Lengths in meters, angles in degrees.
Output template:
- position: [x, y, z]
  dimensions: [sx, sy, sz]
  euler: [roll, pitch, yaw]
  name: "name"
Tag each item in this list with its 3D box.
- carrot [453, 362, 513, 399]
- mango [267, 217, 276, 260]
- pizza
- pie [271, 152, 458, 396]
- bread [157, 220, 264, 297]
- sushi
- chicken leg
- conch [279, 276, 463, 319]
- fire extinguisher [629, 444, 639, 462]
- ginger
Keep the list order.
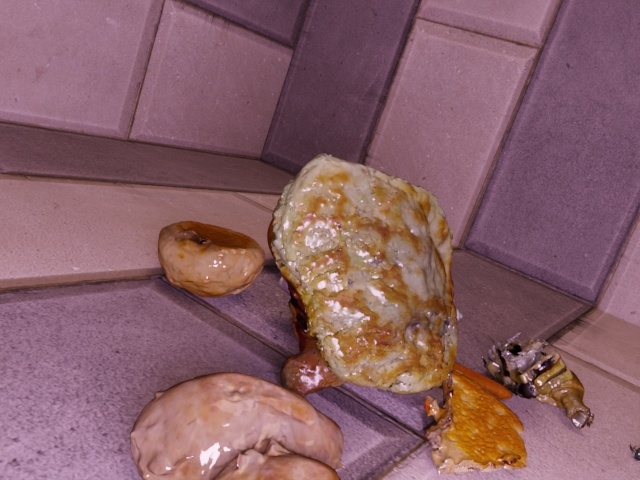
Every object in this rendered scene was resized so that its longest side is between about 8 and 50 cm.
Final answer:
- position: [0.288, 0.286, 1.310]
  dimensions: [0.271, 0.066, 0.062]
  euler: [21, 47, 0]
  name: "carrot"
- position: [0.000, 0.000, 1.744]
  dimensions: [0.264, 0.221, 0.378]
  euler: [20, 1, 24]
  name: "mango"
- position: [0.255, 0.327, 1.050]
  dimensions: [0.189, 0.071, 0.297]
  euler: [33, 18, 9]
  name: "pizza"
- position: [0.100, 0.060, 1.109]
  dimensions: [0.395, 0.417, 0.180]
  euler: [5, -10, -34]
  name: "pie"
- position: [-0.243, 0.046, 1.367]
  dimensions: [0.245, 0.134, 0.244]
  euler: [15, 14, -4]
  name: "bread"
- position: [0.451, 0.262, 1.349]
  dimensions: [0.131, 0.139, 0.291]
  euler: [60, -3, 8]
  name: "sushi"
- position: [0.539, 0.344, 1.388]
  dimensions: [0.103, 0.088, 0.227]
  euler: [29, 19, -1]
  name: "chicken leg"
- position: [0.109, 0.122, 1.318]
  dimensions: [0.368, 0.197, 0.249]
  euler: [-13, -18, -6]
  name: "conch"
- position: [0.664, 0.444, 1.258]
  dimensions: [0.083, 0.025, 0.038]
  euler: [27, 38, 30]
  name: "fire extinguisher"
- position: [-0.068, 0.262, 0.648]
  dimensions: [0.245, 0.155, 0.304]
  euler: [15, 12, -26]
  name: "ginger"
